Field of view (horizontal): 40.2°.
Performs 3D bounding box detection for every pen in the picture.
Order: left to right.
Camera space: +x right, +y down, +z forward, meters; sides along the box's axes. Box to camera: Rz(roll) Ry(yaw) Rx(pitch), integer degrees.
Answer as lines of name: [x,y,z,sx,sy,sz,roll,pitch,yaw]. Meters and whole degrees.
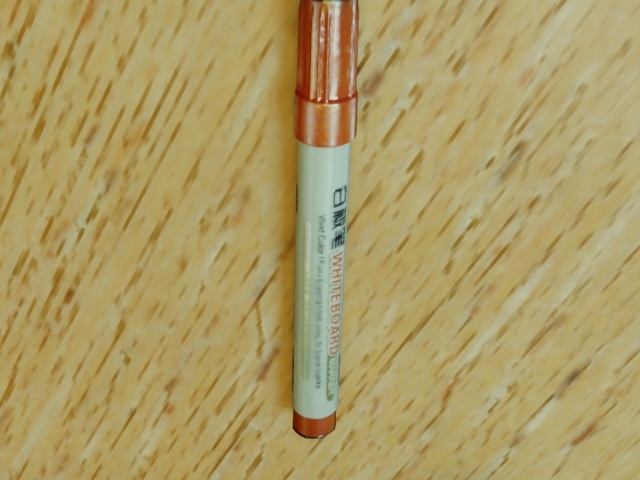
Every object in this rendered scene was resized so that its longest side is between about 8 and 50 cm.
pen: [0.000,0.000,0.412,0.028,0.028,0.239,4,123,3]
